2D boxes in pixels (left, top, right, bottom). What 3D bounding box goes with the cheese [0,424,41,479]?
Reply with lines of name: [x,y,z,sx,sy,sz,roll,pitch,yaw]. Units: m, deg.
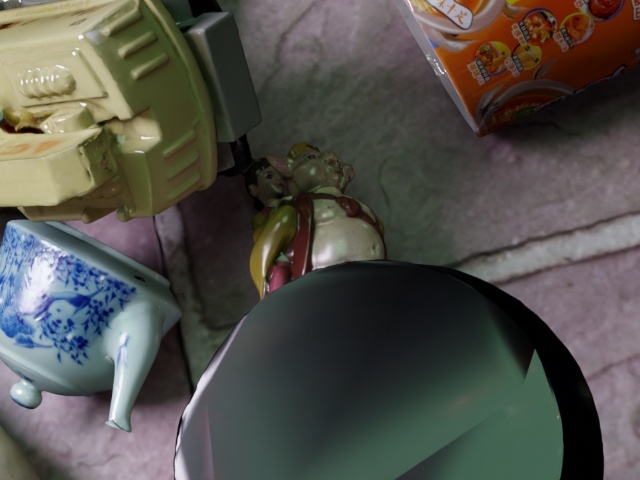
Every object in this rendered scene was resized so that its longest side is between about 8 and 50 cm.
cheese: [-0.392,0.120,1.169,0.351,0.129,0.328,-7,65,7]

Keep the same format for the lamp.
lamp: [0.000,0.000,1.172,0.118,0.118,0.253,-19,56,0]

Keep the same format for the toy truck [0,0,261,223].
toy truck: [-0.254,-0.101,1.129,0.405,0.180,0.254,1,26,32]

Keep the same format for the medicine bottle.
medicine bottle: [0.066,0.179,0.923,0.243,0.395,0.242,-5,66,12]

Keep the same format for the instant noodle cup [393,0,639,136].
instant noodle cup: [0.164,-0.217,1.186,0.192,0.250,0.250,-30,64,5]

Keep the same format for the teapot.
teapot: [-0.210,0.068,1.161,0.232,0.159,0.159,23,70,38]
